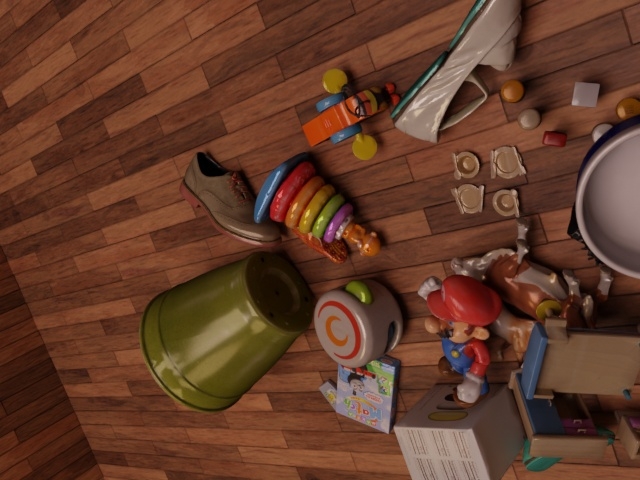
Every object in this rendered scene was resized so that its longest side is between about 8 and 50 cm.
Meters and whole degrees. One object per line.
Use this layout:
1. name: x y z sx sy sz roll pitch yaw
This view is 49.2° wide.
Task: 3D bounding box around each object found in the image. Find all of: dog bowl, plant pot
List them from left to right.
1. plant pot: -0.219 0.210 1.825 0.353 0.366 0.366 -36 85 32
2. dog bowl: 0.553 -0.072 1.133 0.264 0.104 0.265 7 114 17

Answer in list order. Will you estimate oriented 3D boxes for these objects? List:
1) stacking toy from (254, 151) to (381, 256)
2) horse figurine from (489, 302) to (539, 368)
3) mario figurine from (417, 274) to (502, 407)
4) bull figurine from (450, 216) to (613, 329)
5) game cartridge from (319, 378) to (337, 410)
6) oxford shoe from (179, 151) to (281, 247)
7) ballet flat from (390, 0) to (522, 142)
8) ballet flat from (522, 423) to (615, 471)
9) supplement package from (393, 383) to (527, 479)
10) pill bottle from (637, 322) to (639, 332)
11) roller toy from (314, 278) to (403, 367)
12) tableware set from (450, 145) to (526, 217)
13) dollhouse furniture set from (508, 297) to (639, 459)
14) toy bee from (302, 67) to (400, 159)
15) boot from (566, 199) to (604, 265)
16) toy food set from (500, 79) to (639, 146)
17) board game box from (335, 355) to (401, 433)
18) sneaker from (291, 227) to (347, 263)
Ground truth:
1. stacking toy: 0.015 -0.059 1.627 0.301 0.166 0.175 33 117 9
2. horse figurine: 0.373 0.181 1.482 0.263 0.066 0.174 36 136 18
3. mario figurine: 0.260 0.200 1.410 0.198 0.170 0.321 22 141 33
4. bull figurine: 0.409 0.077 1.370 0.310 0.101 0.188 31 139 22
5. game cartridge: 0.036 0.421 1.908 0.083 0.017 0.056 52 129 8
6. oxford shoe: -0.232 -0.106 1.815 0.348 0.123 0.130 34 123 22
7. ballet flat: 0.279 -0.330 1.296 0.139 0.139 0.400 49 137 11
8. ballet flat: 0.505 0.408 1.457 0.083 0.087 0.247 17 143 -18
9. supplement package: 0.313 0.429 1.557 0.203 0.194 0.149 -12 103 42
10. pill bottle: 0.636 0.130 1.224 0.086 0.086 0.152 48 132 12
11. roller toy: 0.093 0.194 1.665 0.209 0.146 0.191 -29 81 49
12. tableware set: 0.334 -0.117 1.405 0.168 0.020 0.141 3 112 38
13. dollhouse furniture set: 0.504 0.223 1.296 0.286 0.198 0.303 1 120 1
14. toy bee: 0.083 -0.266 1.479 0.298 0.162 0.195 28 139 58
15. boot: 0.503 -0.023 1.275 0.099 0.121 0.045 37 152 -17
16. toy food set: 0.438 -0.223 1.241 0.232 0.104 0.111 9 103 17
17. board game box: 0.120 0.377 1.794 0.160 0.039 0.212 16 120 27
18. sneaker: 0.000 0.000 1.722 0.175 0.064 0.067 42 151 24
